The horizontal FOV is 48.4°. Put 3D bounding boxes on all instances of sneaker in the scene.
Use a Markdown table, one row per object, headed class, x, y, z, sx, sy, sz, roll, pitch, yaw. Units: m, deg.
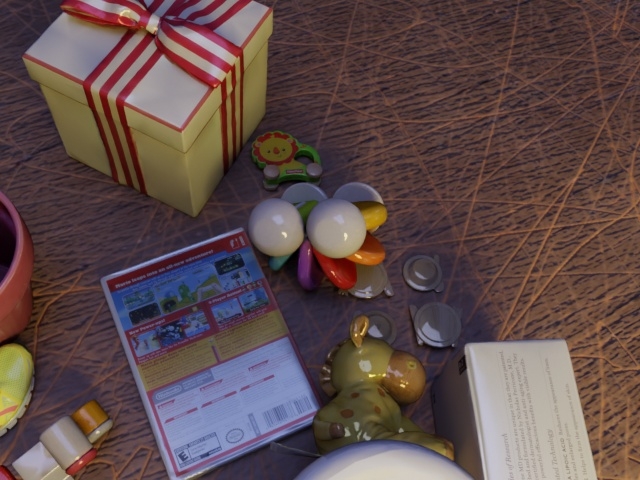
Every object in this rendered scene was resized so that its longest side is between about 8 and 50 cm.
| class | x | y | z | sx | sy | sz | roll | pitch | yaw |
| --- | --- | --- | --- | --- | --- | --- | --- | --- | --- |
| sneaker | -0.412 | 0.202 | 0.817 | 0.081 | 0.094 | 0.208 | 28 | 63 | 10 |

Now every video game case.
| class | x | y | z | sx | sy | sz | roll | pitch | yaw |
| --- | --- | --- | --- | --- | --- | --- | --- | --- | --- |
| video game case | -0.140 | 0.137 | 0.913 | 0.204 | 0.025 | 0.285 | -21 | 68 | -14 |

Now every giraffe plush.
| class | x | y | z | sx | sy | sz | roll | pitch | yaw |
| --- | --- | --- | --- | --- | --- | --- | --- | --- | --- |
| giraffe plush | 0.060 | 0.192 | 0.832 | 0.210 | 0.181 | 0.170 | 24 | 51 | -12 |

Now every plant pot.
| class | x | y | z | sx | sy | sz | roll | pitch | yaw |
| --- | --- | --- | --- | --- | --- | --- | --- | --- | --- |
| plant pot | -0.430 | 0.048 | 0.843 | 0.201 | 0.180 | 0.201 | 2 | 64 | -4 |

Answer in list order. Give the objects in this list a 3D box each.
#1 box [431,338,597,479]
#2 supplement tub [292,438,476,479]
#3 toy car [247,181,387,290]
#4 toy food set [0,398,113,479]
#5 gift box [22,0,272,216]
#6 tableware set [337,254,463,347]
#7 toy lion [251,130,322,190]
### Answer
| class | x | y | z | sx | sy | sz | roll | pitch | yaw |
| --- | --- | --- | --- | --- | --- | --- | --- | --- | --- |
| box | 0.211 | 0.224 | 0.814 | 0.119 | 0.181 | 0.182 | -1 | 64 | -5 |
| supplement tub | 0.041 | 0.319 | 0.664 | 0.207 | 0.338 | 0.207 | 2 | 63 | -4 |
| toy car | 0.000 | 0.000 | 0.937 | 0.182 | 0.159 | 0.136 | 1 | 106 | 20 |
| toy food set | -0.313 | 0.288 | 0.779 | 0.232 | 0.111 | 0.104 | -39 | 85 | -22 |
| gift box | -0.214 | -0.235 | 0.960 | 0.255 | 0.258 | 0.276 | 21 | 65 | 5 |
| tableware set | 0.108 | 0.082 | 0.966 | 0.168 | 0.020 | 0.141 | -3 | 63 | -5 |
| toy lion | -0.051 | -0.122 | 1.048 | 0.100 | 0.034 | 0.096 | -3 | 57 | -7 |
